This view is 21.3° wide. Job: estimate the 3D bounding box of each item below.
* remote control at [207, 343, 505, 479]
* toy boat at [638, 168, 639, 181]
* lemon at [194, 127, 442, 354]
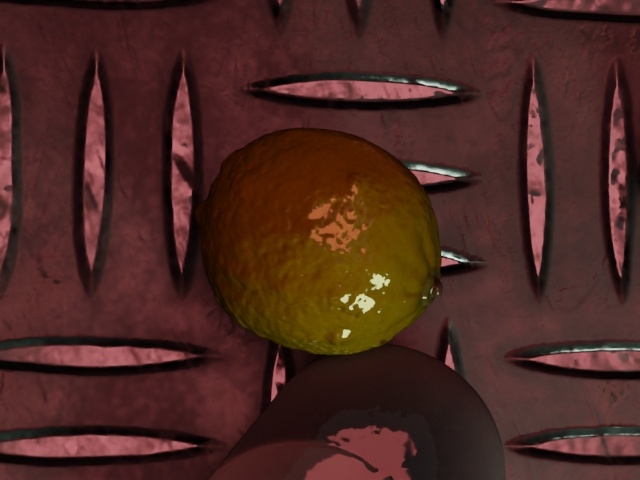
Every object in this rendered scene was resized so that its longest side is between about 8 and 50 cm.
[{"bbox_3d":[0.016,0.242,1.468,0.221,0.103,0.332,40,78,-1],"label":"remote control"},{"bbox_3d":[0.362,-0.009,1.563,0.088,0.068,0.226,-22,84,-15],"label":"toy boat"},{"bbox_3d":[0.000,0.000,1.456,0.231,0.192,0.192,18,79,16],"label":"lemon"}]
